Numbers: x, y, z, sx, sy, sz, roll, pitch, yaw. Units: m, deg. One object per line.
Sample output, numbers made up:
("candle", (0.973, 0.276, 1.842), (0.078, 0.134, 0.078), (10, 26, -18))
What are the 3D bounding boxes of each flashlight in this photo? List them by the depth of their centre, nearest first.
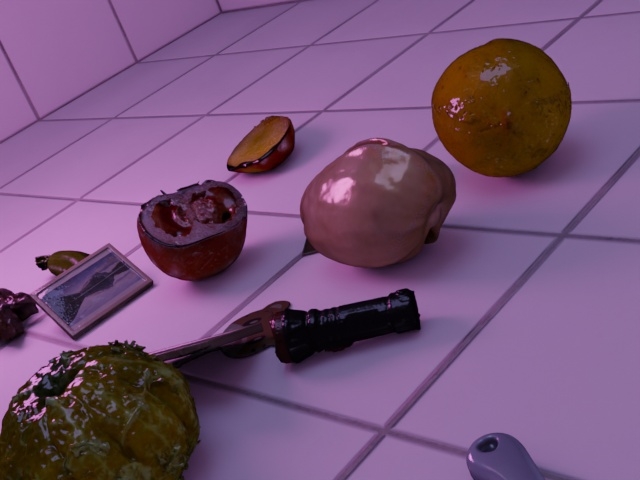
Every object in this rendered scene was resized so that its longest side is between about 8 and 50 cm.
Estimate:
("flashlight", (0.041, 0.132, 1.533), (0.231, 0.093, 0.093), (-11, 26, 10))

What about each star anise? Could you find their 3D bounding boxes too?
("star anise", (-0.699, 0.159, 2.053), (0.220, 0.099, 0.214), (-13, 17, 18))

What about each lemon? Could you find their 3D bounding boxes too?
("lemon", (0.338, -0.253, 1.854), (0.257, 0.258, 0.310), (-23, 20, -2))

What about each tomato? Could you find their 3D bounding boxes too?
("tomato", (-0.249, -0.003, 1.940), (0.214, 0.155, 0.181), (-15, 41, -19))

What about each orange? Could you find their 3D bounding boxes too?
("orange", (-0.323, 0.274, 1.372), (0.300, 0.223, 0.301), (-20, 25, 17))

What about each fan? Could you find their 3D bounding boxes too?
("fan", (-0.150, 0.171, 1.688), (0.226, 0.008, 0.152), (-22, 24, -1))

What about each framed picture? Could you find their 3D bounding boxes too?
("framed picture", (-0.260, 0.188, 1.600), (0.289, 0.016, 0.213), (-16, -3, 18))
("framed picture", (0.000, 0.000, 1.913), (0.066, 0.007, 0.089), (-14, 26, 15))
("framed picture", (-0.462, 0.099, 1.989), (0.150, 0.015, 0.203), (37, 57, 27))

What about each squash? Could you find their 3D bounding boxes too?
("squash", (-0.521, 0.063, 2.129), (0.080, 0.071, 0.318), (-14, 20, -36))

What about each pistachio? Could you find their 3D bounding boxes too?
("pistachio", (0.101, -0.066, 1.707), (0.230, 0.230, 0.308), (-39, 21, -33))

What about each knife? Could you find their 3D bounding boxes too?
("knife", (0.247, 0.313, 1.055), (0.080, 0.044, 0.331), (-25, 28, -8))

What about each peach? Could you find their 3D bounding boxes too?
("peach", (-0.137, -0.226, 2.408), (0.189, 0.068, 0.279), (-21, 25, 21))
